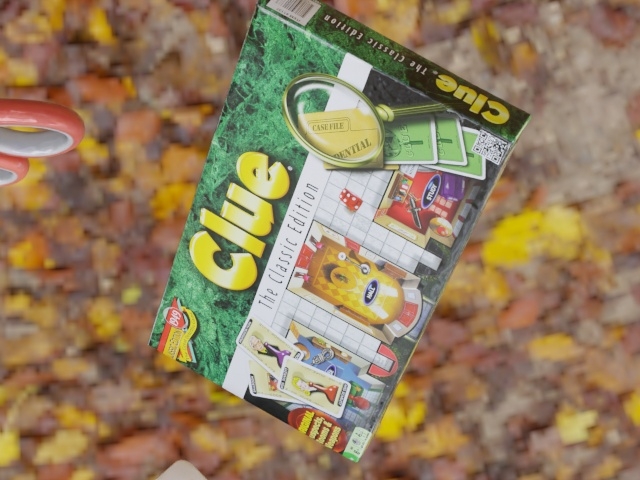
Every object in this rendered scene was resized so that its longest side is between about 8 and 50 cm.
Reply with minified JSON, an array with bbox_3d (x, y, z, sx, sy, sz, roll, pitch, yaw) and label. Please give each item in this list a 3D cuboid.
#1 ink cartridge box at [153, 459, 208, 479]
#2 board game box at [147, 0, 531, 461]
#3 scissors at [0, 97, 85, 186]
[{"bbox_3d":[-0.108,0.221,1.056,0.115,0.198,0.067,44,135,9],"label":"ink cartridge box"},{"bbox_3d":[0.000,0.000,0.951,0.136,0.030,0.260,30,137,9],"label":"board game box"},{"bbox_3d":[-0.248,-0.079,1.030,0.109,0.021,0.297,-16,159,31],"label":"scissors"}]
